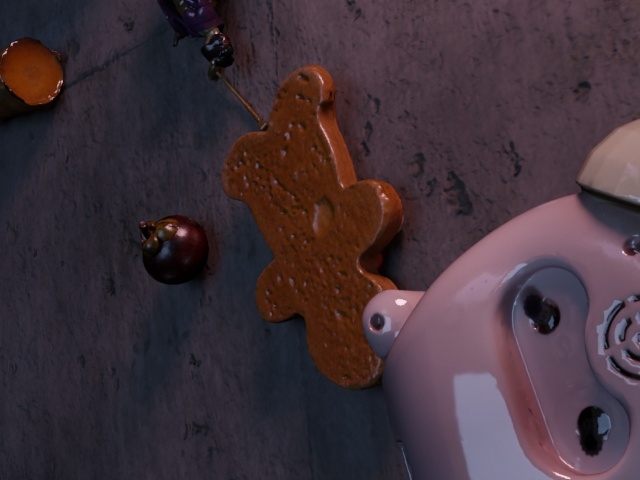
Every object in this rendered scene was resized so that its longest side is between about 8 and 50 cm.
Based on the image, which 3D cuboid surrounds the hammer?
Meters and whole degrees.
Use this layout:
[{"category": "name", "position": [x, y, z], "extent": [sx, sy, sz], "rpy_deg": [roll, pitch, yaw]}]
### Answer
[{"category": "hammer", "position": [-0.091, -0.160, 1.293], "extent": [0.123, 0.014, 0.029], "rpy_deg": [50, 128, 34]}]

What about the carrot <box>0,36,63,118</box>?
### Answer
[{"category": "carrot", "position": [-0.463, -0.208, 1.622], "extent": [0.263, 0.102, 0.101], "rpy_deg": [-11, 77, 46]}]

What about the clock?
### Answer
[{"category": "clock", "position": [0.215, 0.107, 0.840], "extent": [0.326, 0.184, 0.342], "rpy_deg": [-32, 68, 34]}]

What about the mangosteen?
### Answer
[{"category": "mangosteen", "position": [-0.166, 0.011, 1.299], "extent": [0.081, 0.081, 0.080], "rpy_deg": [-7, 80, 45]}]

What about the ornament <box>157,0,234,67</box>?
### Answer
[{"category": "ornament", "position": [-0.153, -0.266, 1.317], "extent": [0.081, 0.088, 0.203], "rpy_deg": [-42, 59, 35]}]

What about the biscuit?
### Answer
[{"category": "biscuit", "position": [0.002, 0.000, 1.150], "extent": [0.205, 0.049, 0.324], "rpy_deg": [-46, 54, 33]}]
